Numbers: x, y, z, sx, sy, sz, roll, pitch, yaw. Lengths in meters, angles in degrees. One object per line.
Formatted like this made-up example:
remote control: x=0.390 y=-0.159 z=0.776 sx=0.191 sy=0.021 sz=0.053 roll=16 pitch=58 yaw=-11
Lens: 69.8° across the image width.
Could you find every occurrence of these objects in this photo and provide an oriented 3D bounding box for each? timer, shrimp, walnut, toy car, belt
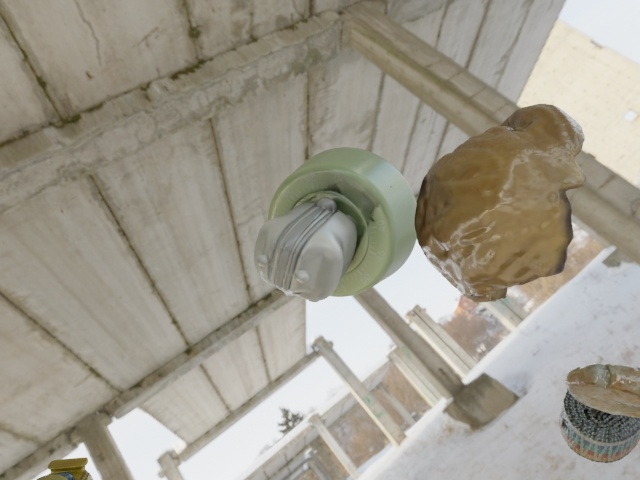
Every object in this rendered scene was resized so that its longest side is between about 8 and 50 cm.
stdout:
timer: x=0.000 y=0.000 z=0.816 sx=0.290 sy=0.291 sz=0.315 roll=-57 pitch=-9 yaw=29
shrimp: x=0.680 y=0.315 z=0.833 sx=0.221 sy=0.446 sz=0.110 roll=86 pitch=-159 yaw=-60
walnut: x=0.182 y=-0.033 z=0.511 sx=0.204 sy=0.141 sz=0.238 roll=-74 pitch=-7 yaw=-61
toy car: x=-0.643 y=0.630 z=1.105 sx=0.201 sy=0.142 sz=0.248 roll=-1 pitch=3 yaw=-9
belt: x=0.828 y=0.513 z=1.353 sx=0.258 sy=0.207 sz=0.150 roll=-33 pitch=-48 yaw=-26
